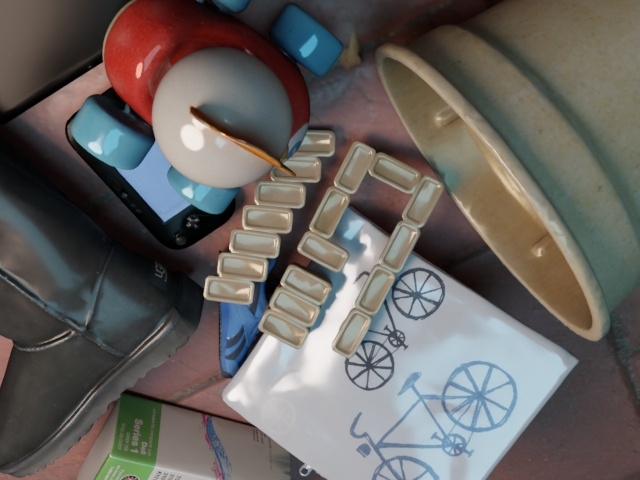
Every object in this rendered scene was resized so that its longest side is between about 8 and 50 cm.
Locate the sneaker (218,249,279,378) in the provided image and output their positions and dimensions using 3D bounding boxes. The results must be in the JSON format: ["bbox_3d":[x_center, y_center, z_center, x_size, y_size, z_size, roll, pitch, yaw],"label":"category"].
[{"bbox_3d":[-0.093,0.100,0.843,0.082,0.069,0.209,0,125,-12],"label":"sneaker"}]

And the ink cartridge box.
[{"bbox_3d":[-0.208,0.368,0.983,0.278,0.117,0.201,22,119,-21],"label":"ink cartridge box"}]

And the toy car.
[{"bbox_3d":[-0.074,-0.106,0.565,0.210,0.238,0.219,29,107,-38],"label":"toy car"}]

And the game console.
[{"bbox_3d":[-0.209,-0.140,0.675,0.213,0.044,0.361,-28,124,12],"label":"game console"}]

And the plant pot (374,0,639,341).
[{"bbox_3d":[0.271,-0.130,0.604,0.305,0.334,0.334,-36,122,4],"label":"plant pot"}]

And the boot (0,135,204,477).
[{"bbox_3d":[-0.413,0.051,0.716,0.367,0.146,0.445,-43,123,11],"label":"boot"}]

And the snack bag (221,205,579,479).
[{"bbox_3d":[0.079,0.175,0.807,0.342,0.037,0.323,34,103,6],"label":"snack bag"}]

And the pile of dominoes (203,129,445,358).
[{"bbox_3d":[0.000,0.000,0.763,0.196,0.040,0.251,28,96,-4],"label":"pile of dominoes"}]
